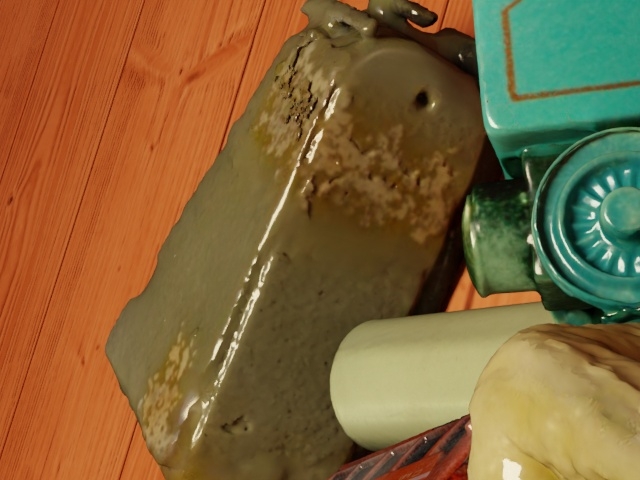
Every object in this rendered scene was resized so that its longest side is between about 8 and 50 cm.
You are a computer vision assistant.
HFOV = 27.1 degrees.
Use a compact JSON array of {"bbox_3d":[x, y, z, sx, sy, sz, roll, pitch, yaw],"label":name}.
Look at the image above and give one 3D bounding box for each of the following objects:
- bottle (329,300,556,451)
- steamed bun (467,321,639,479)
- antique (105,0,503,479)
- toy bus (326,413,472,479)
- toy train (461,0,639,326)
[{"bbox_3d":[0.090,0.066,0.626,0.201,0.072,0.072,-12,63,54],"label":"bottle"},{"bbox_3d":[0.113,0.117,0.362,0.172,0.141,0.155,28,106,54],"label":"steamed bun"},{"bbox_3d":[0.000,0.000,0.751,0.284,0.125,0.150,-63,32,12],"label":"antique"},{"bbox_3d":[0.039,0.130,0.598,0.096,0.073,0.235,-48,2,-28],"label":"toy bus"},{"bbox_3d":[0.151,-0.042,0.485,0.203,0.112,0.163,-6,73,11],"label":"toy train"}]
